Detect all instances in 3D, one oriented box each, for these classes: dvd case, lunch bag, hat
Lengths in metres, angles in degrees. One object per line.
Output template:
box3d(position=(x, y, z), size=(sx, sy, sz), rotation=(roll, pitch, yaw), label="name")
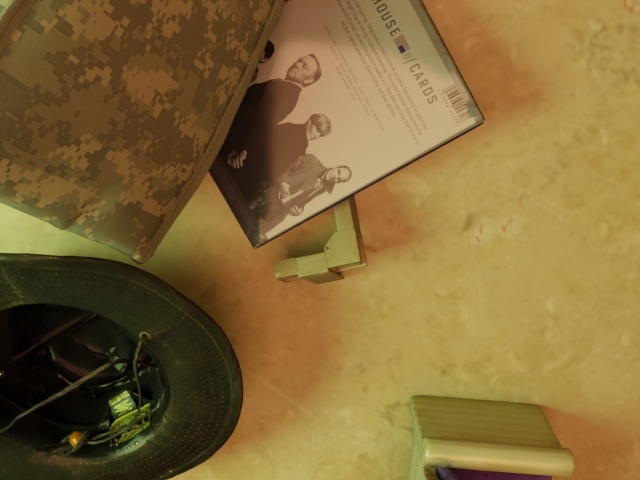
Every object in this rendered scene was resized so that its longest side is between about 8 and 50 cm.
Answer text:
box3d(position=(-0.001, -0.125, 0.713), size=(0.239, 0.029, 0.179), rotation=(-29, 96, 8), label="dvd case")
box3d(position=(-0.166, -0.161, 0.589), size=(0.169, 0.235, 0.287), rotation=(34, 90, 30), label="lunch bag")
box3d(position=(-0.236, 0.100, 0.750), size=(0.332, 0.134, 0.331), rotation=(-4, 128, -5), label="hat")

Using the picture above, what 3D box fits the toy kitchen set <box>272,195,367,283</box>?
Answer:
box3d(position=(0.000, 0.000, 0.774), size=(0.083, 0.068, 0.075), rotation=(-12, 77, 12), label="toy kitchen set")

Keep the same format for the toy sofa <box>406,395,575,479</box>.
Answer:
box3d(position=(0.151, 0.359, 0.831), size=(0.150, 0.177, 0.362), rotation=(6, 109, -3), label="toy sofa")
